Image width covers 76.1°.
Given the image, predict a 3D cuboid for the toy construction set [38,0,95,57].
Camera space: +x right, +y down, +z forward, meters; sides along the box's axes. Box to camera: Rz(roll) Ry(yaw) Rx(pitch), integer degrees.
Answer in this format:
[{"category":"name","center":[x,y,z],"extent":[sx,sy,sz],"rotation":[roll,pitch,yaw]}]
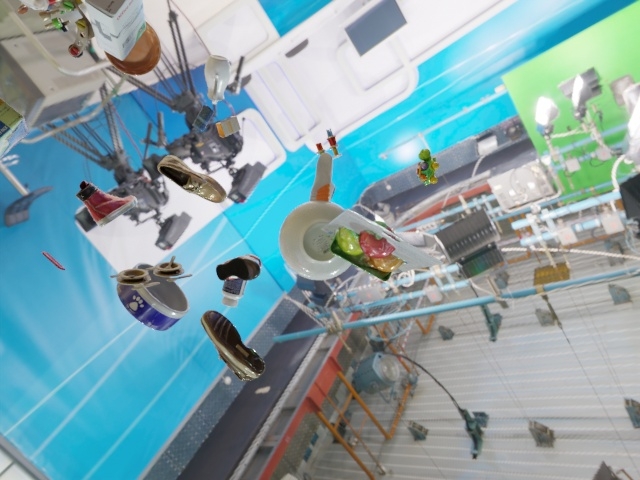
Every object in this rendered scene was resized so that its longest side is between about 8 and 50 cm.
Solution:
[{"category":"toy construction set","center":[-1.037,-0.959,1.747],"extent":[0.237,0.257,0.309],"rotation":[-27,-169,-7]}]

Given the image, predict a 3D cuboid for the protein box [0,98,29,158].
[{"category":"protein box","center":[-0.910,-0.329,1.066],"extent":[0.136,0.201,0.200],"rotation":[-55,-154,-19]}]

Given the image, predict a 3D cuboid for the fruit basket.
[{"category":"fruit basket","center":[0.180,0.003,1.321],"extent":[0.165,0.327,0.353],"rotation":[-64,-173,-19]}]

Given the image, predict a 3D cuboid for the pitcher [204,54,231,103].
[{"category":"pitcher","center":[-0.509,-0.788,2.013],"extent":[0.125,0.207,0.178],"rotation":[5,-147,-16]}]

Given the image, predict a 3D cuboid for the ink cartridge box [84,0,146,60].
[{"category":"ink cartridge box","center":[-0.604,-0.672,1.222],"extent":[0.153,0.087,0.208],"rotation":[-65,-167,-18]}]

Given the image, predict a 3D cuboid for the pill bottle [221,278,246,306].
[{"category":"pill bottle","center":[-0.369,0.194,1.752],"extent":[0.094,0.094,0.169],"rotation":[-160,-94,-72]}]

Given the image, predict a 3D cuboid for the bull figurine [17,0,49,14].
[{"category":"bull figurine","center":[-0.747,-0.657,0.895],"extent":[0.101,0.310,0.188],"rotation":[-33,-162,-1]}]

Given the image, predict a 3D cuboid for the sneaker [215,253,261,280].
[{"category":"sneaker","center":[-0.266,0.092,1.528],"extent":[0.145,0.090,0.270],"rotation":[-19,-175,-43]}]

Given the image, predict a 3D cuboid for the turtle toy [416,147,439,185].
[{"category":"turtle toy","center":[0.372,-0.258,1.439],"extent":[0.066,0.130,0.095],"rotation":[1,-164,-1]}]

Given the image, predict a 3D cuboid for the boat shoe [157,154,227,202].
[{"category":"boat shoe","center":[-0.612,-0.270,1.952],"extent":[0.122,0.341,0.110],"rotation":[-52,-162,26]}]

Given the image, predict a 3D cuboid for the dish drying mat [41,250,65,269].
[{"category":"dish drying mat","center":[-0.837,0.064,1.281],"extent":[0.008,0.083,0.032],"rotation":[-51,172,-9]}]

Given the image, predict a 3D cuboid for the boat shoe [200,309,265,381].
[{"category":"boat shoe","center":[-0.289,0.334,1.258],"extent":[0.095,0.257,0.095],"rotation":[-40,180,26]}]

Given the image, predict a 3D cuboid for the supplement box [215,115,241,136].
[{"category":"supplement box","center":[-0.409,-0.507,1.820],"extent":[0.036,0.062,0.098],"rotation":[17,-138,41]}]

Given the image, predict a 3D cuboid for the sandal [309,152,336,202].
[{"category":"sandal","center":[0.026,-0.244,1.766],"extent":[0.102,0.265,0.076],"rotation":[23,-160,33]}]

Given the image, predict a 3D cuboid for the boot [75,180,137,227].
[{"category":"boot","center":[-0.829,-0.172,1.591],"extent":[0.088,0.176,0.244],"rotation":[-28,-162,16]}]

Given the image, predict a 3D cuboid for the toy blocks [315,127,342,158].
[{"category":"toy blocks","center":[0.030,-0.484,2.084],"extent":[0.123,0.148,0.054],"rotation":[-18,179,10]}]

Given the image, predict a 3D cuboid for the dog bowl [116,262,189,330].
[{"category":"dog bowl","center":[-0.637,0.214,1.567],"extent":[0.104,0.265,0.265],"rotation":[-43,-165,2]}]

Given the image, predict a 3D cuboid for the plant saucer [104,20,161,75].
[{"category":"plant saucer","center":[-0.683,-0.704,1.480],"extent":[0.200,0.200,0.037],"rotation":[-39,-136,-17]}]

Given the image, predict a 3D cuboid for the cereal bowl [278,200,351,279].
[{"category":"cereal bowl","center":[0.000,0.000,1.662],"extent":[0.339,0.339,0.141],"rotation":[-35,-175,-4]}]

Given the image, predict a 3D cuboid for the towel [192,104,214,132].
[{"category":"towel","center":[-0.553,-0.574,1.926],"extent":[0.119,0.067,0.029],"rotation":[-54,159,12]}]

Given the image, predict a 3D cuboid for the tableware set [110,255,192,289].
[{"category":"tableware set","center":[-0.477,0.085,1.160],"extent":[0.128,0.039,0.194],"rotation":[16,-163,34]}]
